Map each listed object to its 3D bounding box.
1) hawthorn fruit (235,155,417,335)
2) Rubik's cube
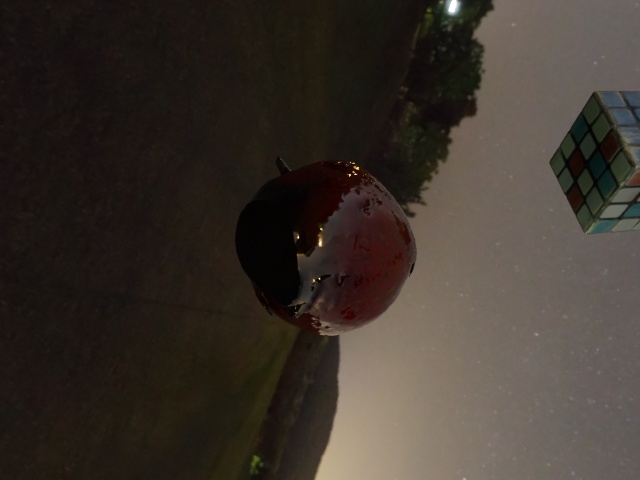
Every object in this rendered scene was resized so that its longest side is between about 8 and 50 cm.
[{"bbox_3d":[0.006,0.016,0.846,0.316,0.315,0.316,20,90,-85],"label":"hawthorn fruit"},{"bbox_3d":[0.770,-0.191,1.262,0.253,0.258,0.256,98,-12,-56],"label":"Rubik's cube"}]
